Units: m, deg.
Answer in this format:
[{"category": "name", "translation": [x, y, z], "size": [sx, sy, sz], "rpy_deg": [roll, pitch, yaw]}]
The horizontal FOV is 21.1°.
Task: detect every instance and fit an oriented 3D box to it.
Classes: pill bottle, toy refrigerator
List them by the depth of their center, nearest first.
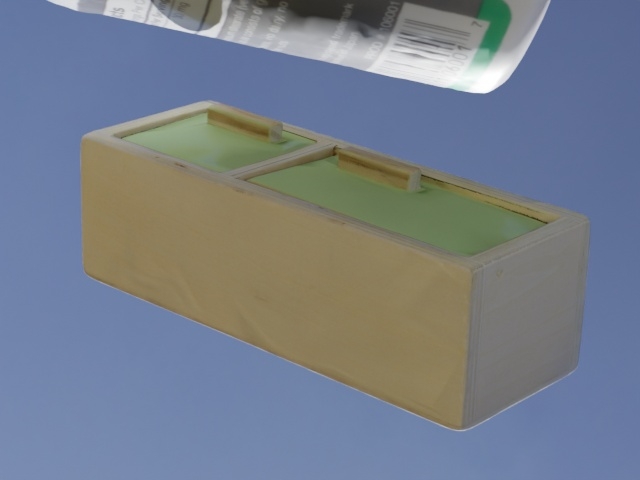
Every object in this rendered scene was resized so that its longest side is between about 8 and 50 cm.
[{"category": "toy refrigerator", "translation": [0.000, 0.000, 0.902], "size": [0.269, 0.102, 0.094], "rpy_deg": [19, -62, 38]}, {"category": "pill bottle", "translation": [-0.051, -0.215, 0.959], "size": [0.204, 0.361, 0.204], "rpy_deg": [-168, -90, -80]}]
